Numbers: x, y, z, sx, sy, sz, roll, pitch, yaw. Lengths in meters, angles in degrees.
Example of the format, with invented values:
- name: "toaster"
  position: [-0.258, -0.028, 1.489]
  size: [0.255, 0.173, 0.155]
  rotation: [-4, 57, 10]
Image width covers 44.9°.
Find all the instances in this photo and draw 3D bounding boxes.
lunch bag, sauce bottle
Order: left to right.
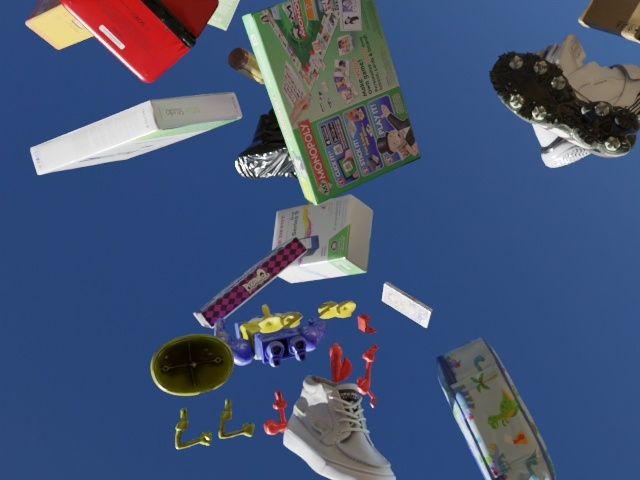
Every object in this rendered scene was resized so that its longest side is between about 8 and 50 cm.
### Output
- name: "sauce bottle"
  position: [-0.115, -0.307, 1.399]
  size: [0.128, 0.042, 0.042]
  rotation: [21, -135, -58]
- name: "lunch bag"
  position: [0.236, 0.248, 1.057]
  size: [0.090, 0.176, 0.219]
  rotation: [-26, -106, 4]

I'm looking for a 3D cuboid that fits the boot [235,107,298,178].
- name: "boot"
  position: [-0.060, -0.236, 1.800]
  size: [0.207, 0.246, 0.094]
  rotation: [-68, -33, -43]

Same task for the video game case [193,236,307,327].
- name: "video game case"
  position: [-0.142, 0.085, 1.520]
  size: [0.232, 0.210, 0.042]
  rotation: [-39, -87, -12]

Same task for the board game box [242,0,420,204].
- name: "board game box"
  position: [0.025, -0.245, 1.266]
  size: [0.213, 0.046, 0.317]
  rotation: [-25, -72, -19]

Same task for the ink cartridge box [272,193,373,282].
- name: "ink cartridge box"
  position: [0.000, 0.000, 1.726]
  size: [0.093, 0.212, 0.154]
  rotation: [31, -122, -45]

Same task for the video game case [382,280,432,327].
- name: "video game case"
  position: [0.195, 0.146, 1.753]
  size: [0.122, 0.087, 0.011]
  rotation: [31, -115, 17]

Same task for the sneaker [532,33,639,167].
- name: "sneaker"
  position: [0.534, -0.311, 1.484]
  size: [0.365, 0.137, 0.210]
  rotation: [-33, -84, -15]

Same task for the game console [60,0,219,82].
- name: "game console"
  position: [-0.214, -0.288, 0.931]
  size: [0.144, 0.124, 0.085]
  rotation: [43, -157, -29]

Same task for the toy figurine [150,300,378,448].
- name: "toy figurine"
  position: [-0.102, 0.202, 1.317]
  size: [0.362, 0.217, 0.191]
  rotation: [-12, -81, -14]

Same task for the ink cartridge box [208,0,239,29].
- name: "ink cartridge box"
  position: [-0.173, -0.582, 1.618]
  size: [0.056, 0.235, 0.171]
  rotation: [17, -141, -22]

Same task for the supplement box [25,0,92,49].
- name: "supplement box"
  position: [-0.411, -0.401, 1.335]
  size: [0.078, 0.233, 0.080]
  rotation: [39, -117, -39]

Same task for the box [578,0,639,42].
- name: "box"
  position: [0.581, -0.455, 1.427]
  size: [0.021, 0.164, 0.201]
  rotation: [28, -166, -24]

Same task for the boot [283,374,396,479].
- name: "boot"
  position: [0.030, 0.268, 1.121]
  size: [0.095, 0.258, 0.123]
  rotation: [16, -94, -31]

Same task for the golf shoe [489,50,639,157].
- name: "golf shoe"
  position: [0.408, -0.221, 1.329]
  size: [0.273, 0.105, 0.120]
  rotation: [37, -176, 15]

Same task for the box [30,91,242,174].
- name: "box"
  position: [-0.337, -0.197, 1.422]
  size: [0.232, 0.322, 0.059]
  rotation: [-23, -80, -57]
